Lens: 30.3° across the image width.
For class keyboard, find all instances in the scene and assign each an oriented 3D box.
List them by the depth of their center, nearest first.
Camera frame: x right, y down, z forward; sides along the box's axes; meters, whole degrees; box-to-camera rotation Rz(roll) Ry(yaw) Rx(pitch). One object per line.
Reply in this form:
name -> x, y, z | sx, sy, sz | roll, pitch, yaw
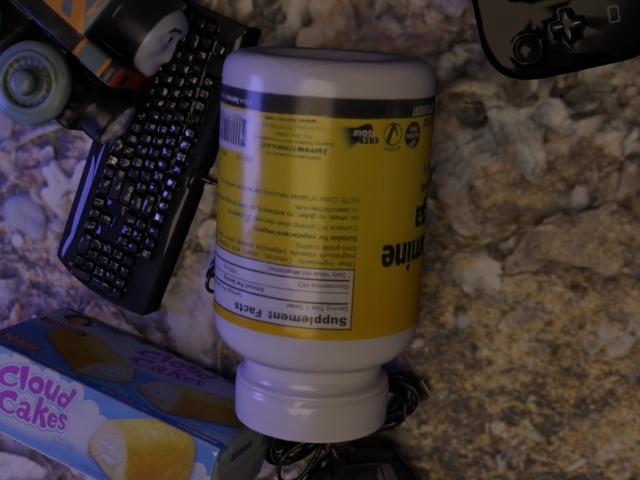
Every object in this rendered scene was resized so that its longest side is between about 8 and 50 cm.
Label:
keyboard -> -0.135, -0.068, 1.165 | 0.201, 0.033, 0.317 | 24, 109, 7

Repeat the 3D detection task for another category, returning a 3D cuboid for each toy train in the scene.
toy train -> -0.278, -0.244, 1.098 | 0.334, 0.142, 0.190 | 42, 100, 6

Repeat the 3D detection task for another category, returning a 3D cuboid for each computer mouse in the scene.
computer mouse -> 0.063, 0.277, 1.178 | 0.188, 0.072, 0.272 | -24, 79, 21

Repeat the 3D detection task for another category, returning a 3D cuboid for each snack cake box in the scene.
snack cake box -> -0.191, 0.165, 1.155 | 0.264, 0.152, 0.089 | 22, 106, 16

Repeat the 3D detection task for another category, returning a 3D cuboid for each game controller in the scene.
game controller -> 0.195, -0.302, 1.006 | 0.166, 0.067, 0.319 | -10, 102, 16

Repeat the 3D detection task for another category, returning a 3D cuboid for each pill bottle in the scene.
pill bottle -> 0.000, 0.000, 1.061 | 0.188, 0.188, 0.334 | 6, 104, 12
